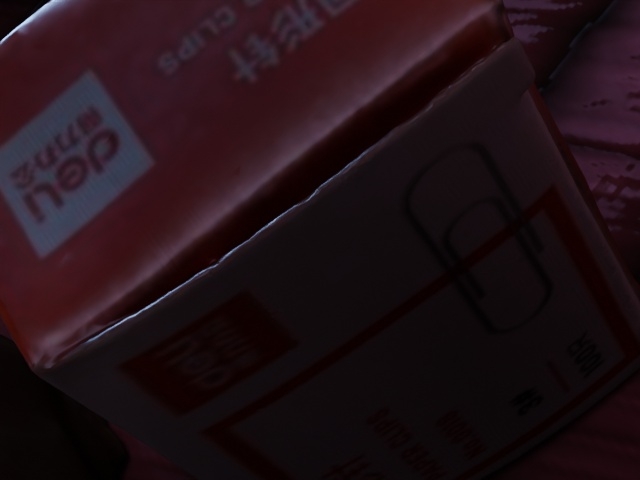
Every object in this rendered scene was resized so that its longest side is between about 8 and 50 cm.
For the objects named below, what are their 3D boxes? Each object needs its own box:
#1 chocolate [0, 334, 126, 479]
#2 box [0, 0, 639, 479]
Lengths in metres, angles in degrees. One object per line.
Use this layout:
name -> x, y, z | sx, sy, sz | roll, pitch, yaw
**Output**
chocolate -> -0.153, 0.122, 0.504 | 0.214, 0.093, 0.148 | -37, 60, 4
box -> 0.000, 0.000, 0.444 | 0.133, 0.182, 0.099 | -36, 58, 1
